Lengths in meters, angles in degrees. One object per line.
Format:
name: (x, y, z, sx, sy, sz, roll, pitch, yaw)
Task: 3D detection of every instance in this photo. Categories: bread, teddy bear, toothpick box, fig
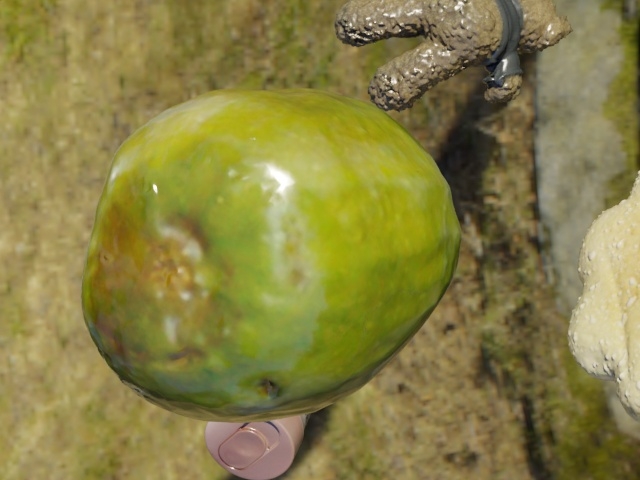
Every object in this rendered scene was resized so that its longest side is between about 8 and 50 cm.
bread: (0.353, 0.026, 1.221, 0.316, 0.054, 0.316, -28, 47, 36)
teddy bear: (0.156, -0.229, 1.465, 0.129, 0.251, 0.181, 148, 102, -73)
toothpick box: (-0.055, 0.173, 1.436, 0.098, 0.149, 0.098, 7, 121, 12)
fig: (-0.001, 0.008, 0.669, 0.167, 0.234, 0.167, -8, 81, 60)
